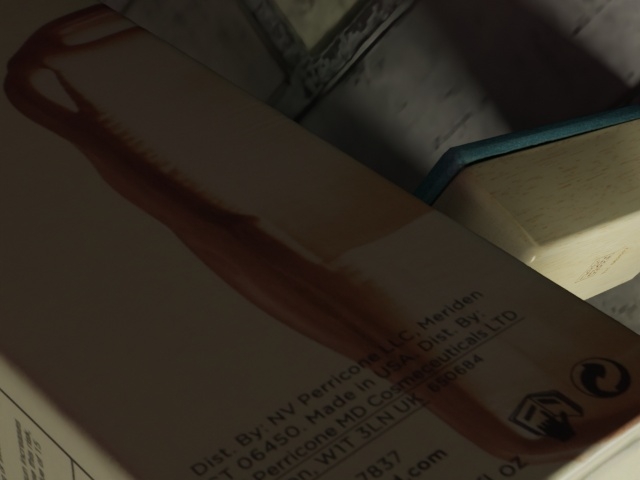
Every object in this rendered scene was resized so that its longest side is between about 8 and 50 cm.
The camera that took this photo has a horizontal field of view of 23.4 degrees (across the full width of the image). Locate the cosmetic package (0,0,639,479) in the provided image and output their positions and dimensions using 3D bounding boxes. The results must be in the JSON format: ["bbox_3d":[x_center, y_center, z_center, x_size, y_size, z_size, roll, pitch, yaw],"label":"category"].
[{"bbox_3d":[-0.046,0.048,0.469,0.296,0.129,0.153,35,142,36],"label":"cosmetic package"}]

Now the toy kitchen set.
[{"bbox_3d":[0.000,0.000,0.565,0.166,0.122,0.207,50,127,18],"label":"toy kitchen set"}]
